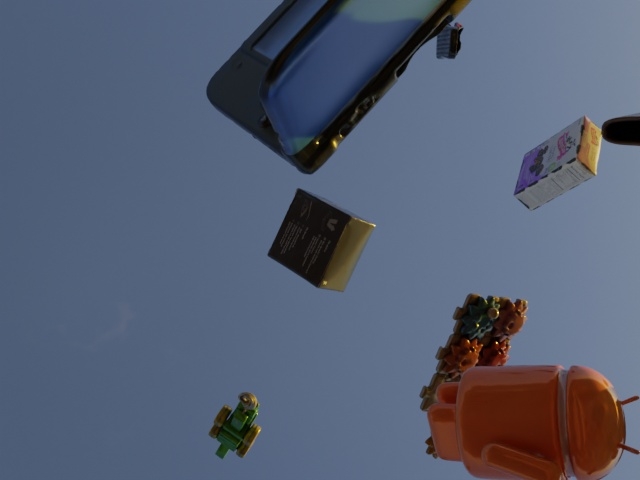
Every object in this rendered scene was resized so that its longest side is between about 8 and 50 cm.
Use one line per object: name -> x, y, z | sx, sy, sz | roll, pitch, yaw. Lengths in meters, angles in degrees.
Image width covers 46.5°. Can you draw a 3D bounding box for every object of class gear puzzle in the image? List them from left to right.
gear puzzle -> 0.268, 0.257, 1.349 | 0.175, 0.044, 0.339 | 9, -72, -36

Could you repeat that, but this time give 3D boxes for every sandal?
sandal -> 0.218, -0.328, 1.226 | 0.040, 0.179, 0.067 | 0, -69, 0

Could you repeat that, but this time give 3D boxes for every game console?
game console -> 0.025, -0.218, 0.593 | 0.293, 0.250, 0.173 | -47, -41, -4

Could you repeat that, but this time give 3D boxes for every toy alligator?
toy alligator -> -0.099, 0.225, 0.950 | 0.056, 0.190, 0.051 | 32, -132, 6

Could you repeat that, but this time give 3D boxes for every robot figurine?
robot figurine -> 0.232, 0.201, 0.816 | 0.158, 0.219, 0.128 | 30, -123, -60

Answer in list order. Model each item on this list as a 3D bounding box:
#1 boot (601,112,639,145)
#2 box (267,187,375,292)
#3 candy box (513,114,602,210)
boot -> 0.375, -0.107, 0.702 | 0.280, 0.264, 0.096 | -13, -67, -25
box -> 0.000, 0.000, 1.507 | 0.093, 0.158, 0.156 | 16, -79, -51
candy box -> 0.573, -0.185, 1.794 | 0.070, 0.196, 0.165 | 38, -131, -14
